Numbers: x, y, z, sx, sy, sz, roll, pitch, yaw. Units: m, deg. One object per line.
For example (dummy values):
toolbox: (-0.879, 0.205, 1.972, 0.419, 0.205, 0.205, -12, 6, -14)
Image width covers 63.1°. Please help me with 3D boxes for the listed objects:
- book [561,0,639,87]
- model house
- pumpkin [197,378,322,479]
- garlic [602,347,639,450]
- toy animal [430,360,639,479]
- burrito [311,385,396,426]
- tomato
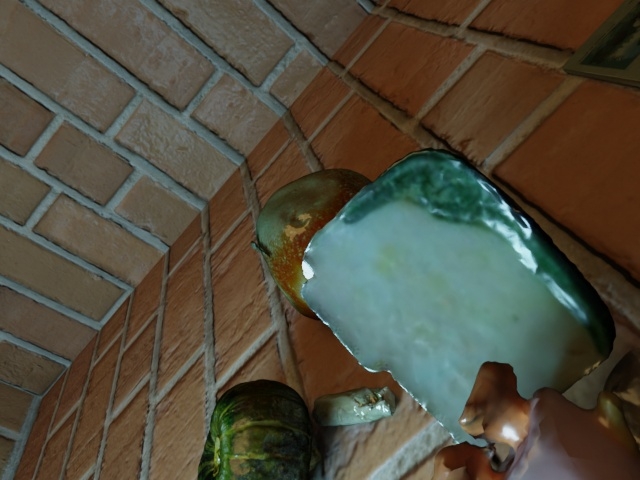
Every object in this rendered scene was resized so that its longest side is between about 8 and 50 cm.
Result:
book: (0.538, -0.326, 0.807, 0.215, 0.025, 0.282, -48, 26, 8)
model house: (0.163, 0.052, 0.671, 0.243, 0.298, 0.284, -44, -8, 14)
pumpkin: (-0.089, 0.356, 0.845, 0.260, 0.189, 0.260, -168, 90, -69)
garlic: (0.326, 0.172, 0.527, 0.084, 0.066, 0.152, -11, 46, 15)
toy animal: (0.241, 0.230, 0.418, 0.281, 0.169, 0.195, 27, 101, 36)
burrito: (0.048, 0.273, 0.858, 0.188, 0.045, 0.058, -28, 29, 43)
tomato: (0.000, 0.000, 1.038, 0.303, 0.239, 0.303, -37, 29, 24)
